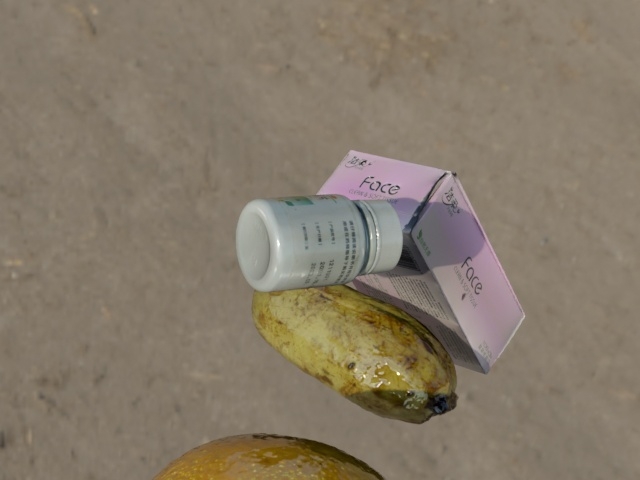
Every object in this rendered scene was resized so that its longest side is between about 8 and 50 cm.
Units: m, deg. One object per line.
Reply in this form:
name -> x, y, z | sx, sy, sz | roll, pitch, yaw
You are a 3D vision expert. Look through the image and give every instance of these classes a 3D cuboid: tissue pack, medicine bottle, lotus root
tissue pack -> 0.105, 0.023, 1.445 | 0.148, 0.246, 0.092 | 15, 60, 40
medicine bottle -> 0.000, 0.000, 1.150 | 0.130, 0.080, 0.080 | -6, 44, -31
lotus root -> 0.030, 0.106, 1.382 | 0.258, 0.097, 0.110 | 26, 51, 29

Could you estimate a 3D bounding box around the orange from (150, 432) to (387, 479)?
orange -> -0.040, 0.280, 1.023 | 0.274, 0.274, 0.274 | 6, 42, -5
